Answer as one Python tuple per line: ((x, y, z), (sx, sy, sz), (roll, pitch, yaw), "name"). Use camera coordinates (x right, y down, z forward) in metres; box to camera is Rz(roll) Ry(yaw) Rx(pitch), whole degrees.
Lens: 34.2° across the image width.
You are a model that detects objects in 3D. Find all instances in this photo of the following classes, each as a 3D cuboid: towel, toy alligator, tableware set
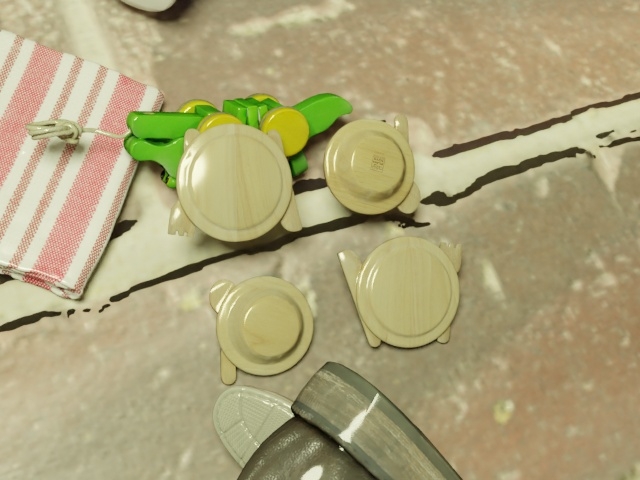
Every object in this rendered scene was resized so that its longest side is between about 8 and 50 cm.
((-0.203, -0.059, 0.600), (0.197, 0.029, 0.144), (20, 64, -3), "towel")
((-0.070, -0.052, 0.599), (0.190, 0.056, 0.051), (-9, 110, -21), "toy alligator")
((0.000, 0.000, 0.582), (0.169, 0.020, 0.141), (-9, 90, -18), "tableware set")

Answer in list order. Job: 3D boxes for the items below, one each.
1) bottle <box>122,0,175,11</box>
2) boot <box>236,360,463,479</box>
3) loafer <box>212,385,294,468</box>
((-0.057, -0.272, 0.683), (0.118, 0.092, 0.283), (25, 64, 4), "bottle")
((-0.007, 0.206, 0.454), (0.229, 0.091, 0.263), (-44, 103, -15), "boot")
((0.000, 0.117, 0.548), (0.125, 0.039, 0.045), (31, 98, 9), "loafer")
